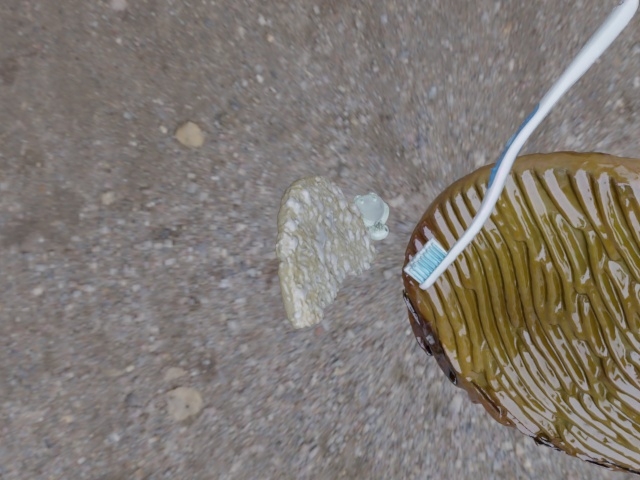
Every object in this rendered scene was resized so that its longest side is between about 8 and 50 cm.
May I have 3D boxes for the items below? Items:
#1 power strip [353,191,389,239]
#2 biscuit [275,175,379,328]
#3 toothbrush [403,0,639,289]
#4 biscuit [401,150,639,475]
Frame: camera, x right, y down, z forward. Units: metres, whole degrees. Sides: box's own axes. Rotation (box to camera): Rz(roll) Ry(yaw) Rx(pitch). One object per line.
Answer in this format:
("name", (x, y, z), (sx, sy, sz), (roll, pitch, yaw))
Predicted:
("power strip", (0.075, -0.039, 1.581), (0.055, 0.035, 0.083), (-11, 55, -10))
("biscuit", (0.000, -0.004, 1.190), (0.032, 0.250, 0.133), (-16, 101, 25))
("toothbrush", (0.093, -0.044, 0.490), (0.017, 0.014, 0.162), (39, 91, -5))
("biscuit", (0.205, 0.068, 0.774), (0.317, 0.318, 0.040), (26, 53, 7))
